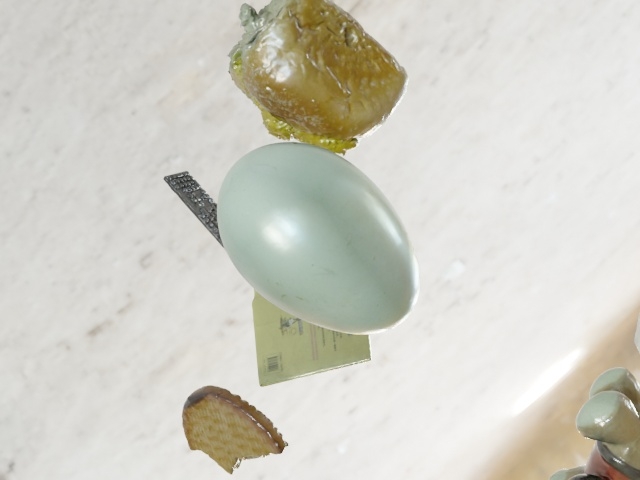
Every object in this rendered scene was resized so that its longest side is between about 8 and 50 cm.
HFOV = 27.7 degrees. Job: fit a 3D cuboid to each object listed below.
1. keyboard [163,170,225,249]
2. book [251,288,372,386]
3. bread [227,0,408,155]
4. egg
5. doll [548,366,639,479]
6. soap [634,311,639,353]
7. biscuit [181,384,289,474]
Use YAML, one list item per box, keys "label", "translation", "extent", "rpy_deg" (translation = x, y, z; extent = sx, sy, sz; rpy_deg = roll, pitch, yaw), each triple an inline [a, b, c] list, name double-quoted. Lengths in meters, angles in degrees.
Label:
- label: "keyboard"
  translation: [-0.151, -0.025, 1.915]
  extent: [0.013, 0.204, 0.061]
  rpy_deg: [-49, 166, 28]
- label: "book"
  translation: [-0.017, 0.129, 2.022]
  extent: [0.192, 0.168, 0.013]
  rpy_deg: [-15, 154, 21]
- label: "bread"
  translation: [-0.026, -0.232, 1.795]
  extent: [0.176, 0.246, 0.195]
  rpy_deg: [-52, -167, -16]
- label: "egg"
  translation: [0.000, 0.000, 1.482]
  extent: [0.183, 0.264, 0.183]
  rpy_deg: [-50, 177, -4]
- label: "doll"
  translation: [0.411, 0.348, 1.830]
  extent: [0.235, 0.174, 0.330]
  rpy_deg: [-51, 160, -63]
- label: "soap"
  translation: [0.587, 0.143, 2.243]
  extent: [0.183, 0.063, 0.122]
  rpy_deg: [-36, 133, -78]
- label: "biscuit"
  translation: [-0.131, 0.296, 1.981]
  extent: [0.031, 0.228, 0.176]
  rpy_deg: [-41, 133, -36]
